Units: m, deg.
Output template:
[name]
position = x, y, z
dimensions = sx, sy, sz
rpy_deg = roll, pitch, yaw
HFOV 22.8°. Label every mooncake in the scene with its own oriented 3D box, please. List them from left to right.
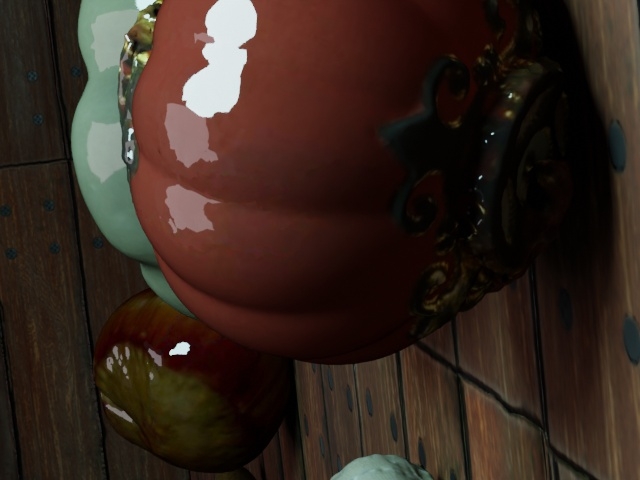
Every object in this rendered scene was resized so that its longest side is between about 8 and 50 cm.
[mooncake]
position = -0.041, -0.078, 0.951
dimensions = 0.275, 0.135, 0.275
rpy_deg = -2, -90, -66

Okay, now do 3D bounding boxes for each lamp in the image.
[lamp]
position = 0.016, -0.053, 0.722
dimensions = 0.227, 0.227, 0.227
rpy_deg = 172, 90, -80

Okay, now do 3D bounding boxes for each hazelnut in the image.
[hazelnut]
position = -0.123, 0.130, 1.674
dimensions = 0.251, 0.217, 0.217
rpy_deg = 122, 140, -59

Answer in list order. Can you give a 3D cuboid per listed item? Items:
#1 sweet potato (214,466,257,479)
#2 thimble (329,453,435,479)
[sweet potato]
position = -0.085, 0.372, 1.877
dimensions = 0.341, 0.092, 0.114
rpy_deg = -134, 55, -72
[thimble]
position = 0.041, 0.207, 1.038
dimensions = 0.115, 0.102, 0.090
rpy_deg = -60, 27, 23
